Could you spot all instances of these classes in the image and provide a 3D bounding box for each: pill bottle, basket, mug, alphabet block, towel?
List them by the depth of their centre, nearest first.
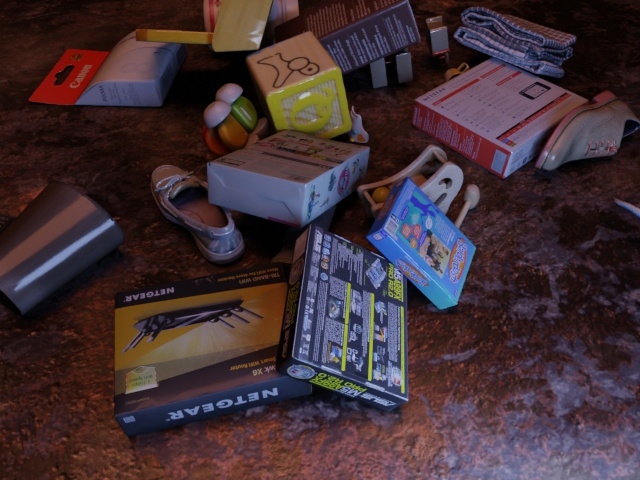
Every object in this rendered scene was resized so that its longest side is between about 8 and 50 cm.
[{"bbox_3d":[-0.536,0.019,1.057,0.204,0.154,0.227,28,56,17],"label":"basket"},{"bbox_3d":[-0.054,-0.366,1.361,0.192,0.193,0.197,-23,50,-2],"label":"alphabet block"},{"bbox_3d":[0.388,-0.461,1.557,0.078,0.062,0.064,-22,37,11],"label":"mug"},{"bbox_3d":[0.560,-0.571,1.559,0.284,0.121,0.235,37,31,30],"label":"towel"},{"bbox_3d":[-0.209,-0.677,1.697,0.283,0.160,0.160,-4,47,-3],"label":"pill bottle"}]

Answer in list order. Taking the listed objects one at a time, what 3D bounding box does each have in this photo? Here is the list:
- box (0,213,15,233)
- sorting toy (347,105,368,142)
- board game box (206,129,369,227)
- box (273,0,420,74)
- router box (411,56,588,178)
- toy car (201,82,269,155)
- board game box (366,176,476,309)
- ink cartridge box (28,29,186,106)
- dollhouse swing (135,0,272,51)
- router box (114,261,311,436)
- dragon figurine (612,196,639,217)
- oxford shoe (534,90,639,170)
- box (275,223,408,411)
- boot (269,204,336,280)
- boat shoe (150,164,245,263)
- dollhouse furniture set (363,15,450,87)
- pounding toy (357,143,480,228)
[{"bbox_3d":[-0.704,0.021,1.092,0.156,0.093,0.158,11,49,11],"label":"box"},{"bbox_3d":[0.089,-0.300,1.398,0.045,0.075,0.083,-14,48,-13],"label":"sorting toy"},{"bbox_3d":[-0.058,-0.142,1.160,0.224,0.097,0.303,17,30,23],"label":"board game box"},{"bbox_3d":[0.067,-0.572,1.520,0.382,0.143,0.191,-18,47,15],"label":"box"},{"bbox_3d":[0.461,-0.332,1.420,0.335,0.082,0.301,-32,54,-26],"label":"router box"},{"bbox_3d":[-0.225,-0.281,1.356,0.136,0.159,0.182,-20,37,34],"label":"toy car"},{"bbox_3d":[0.198,0.004,1.048,0.210,0.047,0.160,43,49,-14],"label":"board game box"},{"bbox_3d":[-0.615,-0.513,1.596,0.385,0.091,0.308,3,47,2],"label":"ink cartridge box"},{"bbox_3d":[-0.281,-0.633,1.436,0.305,0.315,0.347,16,18,-10],"label":"dollhouse swing"},{"bbox_3d":[-0.191,0.176,0.948,0.309,0.081,0.242,-11,48,-10],"label":"router box"},{"bbox_3d":[0.737,-0.007,1.108,0.289,0.144,0.085,13,47,39],"label":"dragon figurine"},{"bbox_3d":[0.654,-0.252,1.320,0.348,0.123,0.130,-34,64,-24],"label":"oxford shoe"},{"bbox_3d":[0.047,0.126,0.932,0.216,0.060,0.270,25,47,-21],"label":"box"},{"bbox_3d":[0.001,-0.002,1.131,0.190,0.076,0.208,13,41,9],"label":"boot"},{"bbox_3d":[-0.270,-0.079,1.174,0.118,0.103,0.320,-27,52,-23],"label":"boat shoe"},{"bbox_3d":[0.248,-0.564,1.637,0.259,0.135,0.262,-10,46,6],"label":"dollhouse furniture set"},{"bbox_3d":[0.228,-0.089,1.144,0.270,0.154,0.154,-18,49,-15],"label":"pounding toy"}]
